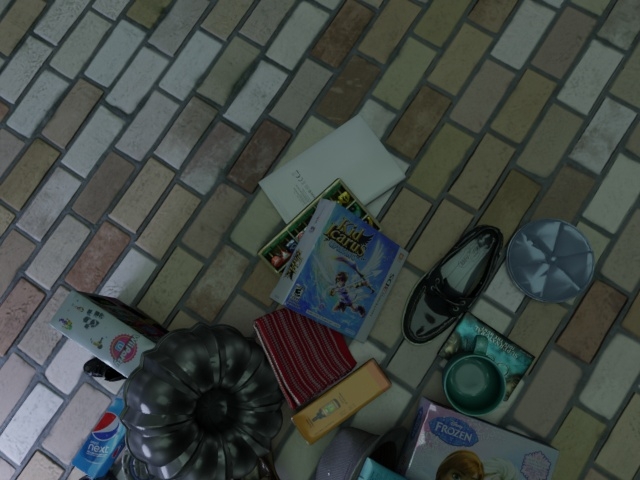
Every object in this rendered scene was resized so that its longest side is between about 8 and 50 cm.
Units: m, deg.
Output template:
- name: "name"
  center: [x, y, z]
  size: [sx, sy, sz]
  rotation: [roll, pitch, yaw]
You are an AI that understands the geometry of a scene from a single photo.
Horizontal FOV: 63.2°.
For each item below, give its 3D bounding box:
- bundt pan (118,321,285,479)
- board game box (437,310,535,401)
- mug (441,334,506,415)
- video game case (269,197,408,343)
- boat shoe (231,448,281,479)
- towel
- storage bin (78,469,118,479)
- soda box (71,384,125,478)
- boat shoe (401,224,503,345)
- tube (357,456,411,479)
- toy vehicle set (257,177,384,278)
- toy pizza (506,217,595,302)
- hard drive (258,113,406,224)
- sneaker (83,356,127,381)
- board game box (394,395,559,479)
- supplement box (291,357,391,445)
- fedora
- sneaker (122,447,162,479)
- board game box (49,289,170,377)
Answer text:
- name: "bundt pan"
  center: [-0.211, 0.327, 1.017]
  size: [0.331, 0.124, 0.330]
  rotation: [3, 83, -29]
- name: "board game box"
  center: [0.385, 0.268, 1.214]
  size: [0.186, 0.026, 0.126]
  rotation: [34, 85, 9]
- name: "mug"
  center: [0.344, 0.301, 1.149]
  size: [0.129, 0.097, 0.158]
  rotation: [44, 93, 9]
- name: "video game case"
  center: [0.052, 0.075, 1.168]
  size: [0.061, 0.269, 0.244]
  rotation: [19, 80, 52]
- name: "boat shoe"
  center: [-0.137, 0.545, 1.123]
  size: [0.123, 0.123, 0.342]
  rotation: [-26, 64, 8]
- name: "towel"
  center: [-0.025, 0.232, 1.143]
  size: [0.031, 0.275, 0.198]
  rotation: [-31, 80, 28]
- name: "storage bin"
  center: [-0.547, 0.635, 1.203]
  size: [0.122, 0.084, 0.180]
  rotation: [44, 86, 9]
- name: "soda box"
  center: [-0.475, 0.437, 1.211]
  size: [0.067, 0.071, 0.210]
  rotation: [28, 71, 8]
- name: "boat shoe"
  center: [0.310, 0.100, 1.201]
  size: [0.127, 0.113, 0.340]
  rotation: [43, 87, 9]
- name: "tube"
  center: [0.163, 0.503, 1.031]
  size: [0.207, 0.052, 0.080]
  rotation: [27, 77, -14]
- name: "toy vehicle set"
  center: [0.000, 0.000, 1.247]
  size: [0.267, 0.035, 0.166]
  rotation: [-43, 100, 1]
- name: "toy pizza"
  center: [0.542, 0.047, 1.233]
  size: [0.201, 0.032, 0.201]
  rotation: [-1, 81, 6]
- name: "hard drive"
  center: [0.027, -0.149, 1.298]
  size: [0.307, 0.040, 0.203]
  rotation: [-34, 81, -1]
- name: "sneaker"
  center: [-0.502, 0.309, 1.245]
  size: [0.170, 0.089, 0.051]
  rotation: [3, 82, 5]
- name: "board game box"
  center: [0.317, 0.546, 1.126]
  size: [0.319, 0.066, 0.318]
  rotation: [21, 83, -6]
- name: "supplement box"
  center: [0.049, 0.369, 1.201]
  size: [0.233, 0.080, 0.078]
  rotation: [-35, 80, -3]
- name: "fedora"
  center: [0.073, 0.508, 1.129]
  size: [0.124, 0.244, 0.275]
  rotation: [16, 94, 36]
- name: "sneaker"
  center: [-0.392, 0.559, 1.192]
  size: [0.111, 0.129, 0.297]
  rotation: [0, 102, -18]
- name: "board game box"
  center: [-0.417, 0.235, 1.184]
  size: [0.303, 0.224, 0.097]
  rotation: [31, 83, 8]
